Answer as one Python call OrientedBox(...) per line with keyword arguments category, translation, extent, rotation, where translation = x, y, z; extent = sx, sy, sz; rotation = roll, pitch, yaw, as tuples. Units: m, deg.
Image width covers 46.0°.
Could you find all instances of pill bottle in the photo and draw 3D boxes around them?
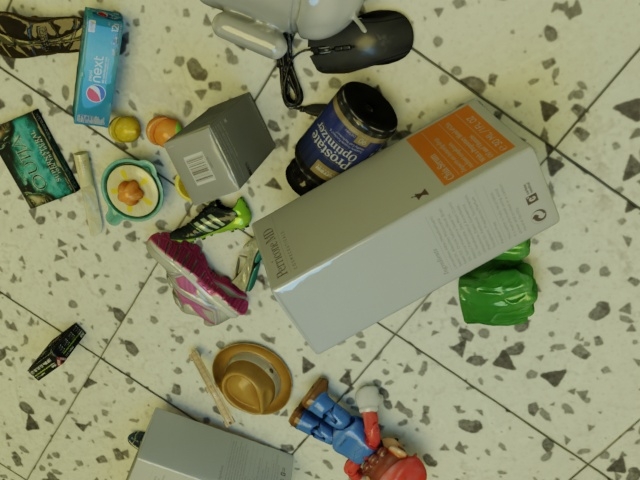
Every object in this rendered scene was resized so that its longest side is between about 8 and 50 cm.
OrientedBox(category="pill bottle", translation=(0.030, -0.171, 1.361), extent=(0.123, 0.122, 0.219), rotation=(39, 130, -5))

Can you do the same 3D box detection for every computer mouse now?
OrientedBox(category="computer mouse", translation=(0.035, -0.308, 1.343), extent=(0.262, 0.060, 0.184), rotation=(0, 113, 14))

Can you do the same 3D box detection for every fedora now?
OrientedBox(category="fedora", translation=(-0.159, 0.322, 1.664), extent=(0.195, 0.079, 0.194), rotation=(5, 116, 11))

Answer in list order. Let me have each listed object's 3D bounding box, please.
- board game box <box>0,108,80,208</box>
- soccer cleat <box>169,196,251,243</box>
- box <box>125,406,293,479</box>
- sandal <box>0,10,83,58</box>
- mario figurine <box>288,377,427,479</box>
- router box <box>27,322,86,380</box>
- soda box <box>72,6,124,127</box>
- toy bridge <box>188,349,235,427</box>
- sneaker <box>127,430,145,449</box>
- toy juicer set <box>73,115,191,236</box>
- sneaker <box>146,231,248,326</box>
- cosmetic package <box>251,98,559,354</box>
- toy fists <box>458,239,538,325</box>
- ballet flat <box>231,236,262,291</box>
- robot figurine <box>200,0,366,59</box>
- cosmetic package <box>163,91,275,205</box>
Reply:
OrientedBox(category="board game box", translation=(-0.600, -0.168, 1.578), extent=(0.126, 0.026, 0.186), rotation=(-18, 109, 20))
OrientedBox(category="soccer cleat", translation=(-0.227, -0.042, 1.533), extent=(0.179, 0.060, 0.072), rotation=(-14, 100, 12))
OrientedBox(category="box", translation=(-0.264, 0.563, 1.720), extent=(0.346, 0.168, 0.215), rotation=(22, 118, -8))
OrientedBox(category="sandal", translation=(-0.541, -0.401, 1.446), extent=(0.220, 0.060, 0.089), rotation=(-3, 120, -1))
OrientedBox(category="mario figurine", translation=(0.096, 0.436, 1.655), extent=(0.321, 0.170, 0.198), rotation=(37, 154, 7))
OrientedBox(category="router box", translation=(-0.598, 0.252, 1.714), extent=(0.092, 0.122, 0.038), rotation=(-33, 107, 24))
OrientedBox(category="soda box", translation=(-0.424, -0.325, 1.428), extent=(0.067, 0.071, 0.210), rotation=(5, 119, -25))
OrientedBox(category="toy bridge", translation=(-0.241, 0.324, 1.662), extent=(0.026, 0.063, 0.188), rotation=(-27, 84, -15))
OrientedBox(category="sneaker", translation=(-0.411, 0.515, 1.829), extent=(0.135, 0.052, 0.058), rotation=(28, 121, 0))
OrientedBox(category="toy juicer set", translation=(-0.393, -0.134, 1.508), extent=(0.329, 0.089, 0.209), rotation=(-19, 108, 21))
OrientedBox(category="sneaker", translation=(-0.276, 0.092, 1.575), extent=(0.252, 0.103, 0.111), rotation=(46, 114, -8))
OrientedBox(category="cosmetic package", translation=(0.130, -0.031, 1.263), extent=(0.453, 0.230, 0.161), rotation=(-30, 122, 3))
OrientedBox(category="toy fists", translation=(0.330, 0.038, 1.412), extent=(0.142, 0.096, 0.279), rotation=(-2, 115, 25))
OrientedBox(category="ballet flat", translation=(-0.143, 0.034, 1.545), extent=(0.052, 0.057, 0.168), rotation=(30, 117, 10))
OrientedBox(category="robot figurine", translation=(-0.069, -0.451, 1.225), extent=(0.354, 0.200, 0.299), rotation=(21, 93, 4))
OrientedBox(category="cosmetic package", translation=(-0.175, -0.170, 1.359), extent=(0.107, 0.238, 0.127), rotation=(-17, 112, 23))
